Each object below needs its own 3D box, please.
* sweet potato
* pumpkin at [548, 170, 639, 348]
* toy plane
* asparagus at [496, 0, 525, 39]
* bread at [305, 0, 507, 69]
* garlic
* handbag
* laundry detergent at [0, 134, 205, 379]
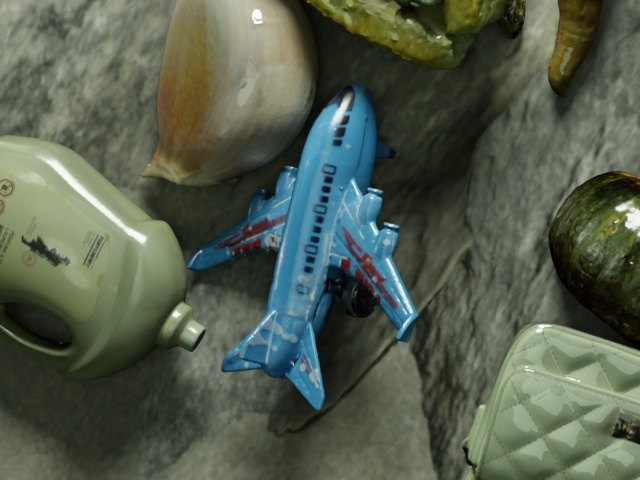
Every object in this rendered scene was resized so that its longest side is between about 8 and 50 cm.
[{"bbox_3d":[0.228,-0.246,1.401,0.069,0.059,0.250,16,99,-28],"label":"sweet potato"},{"bbox_3d":[0.273,0.025,1.387,0.183,0.107,0.119,40,104,8],"label":"pumpkin"},{"bbox_3d":[0.000,0.000,1.423,0.254,0.105,0.271,18,83,41],"label":"toy plane"},{"bbox_3d":[0.154,-0.254,1.429,0.036,0.030,0.165,-7,92,2],"label":"asparagus"},{"bbox_3d":[0.060,-0.267,1.388,0.186,0.124,0.257,-43,80,20],"label":"bread"},{"bbox_3d":[-0.071,-0.178,1.452,0.148,0.128,0.267,7,84,-2],"label":"garlic"},{"bbox_3d":[0.241,0.197,1.362,0.256,0.079,0.219,17,93,7],"label":"handbag"},{"bbox_3d":[-0.217,0.028,1.481,0.253,0.091,0.181,31,101,7],"label":"laundry detergent"}]
